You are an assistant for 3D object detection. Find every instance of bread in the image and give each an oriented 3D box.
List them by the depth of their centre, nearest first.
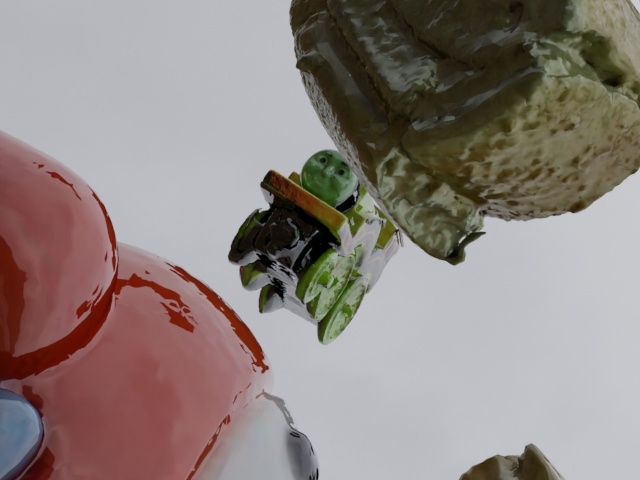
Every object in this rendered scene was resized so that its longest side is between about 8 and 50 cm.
[{"bbox_3d":[0.074,-0.114,0.914,0.186,0.124,0.257,-42,-138,4],"label":"bread"}]

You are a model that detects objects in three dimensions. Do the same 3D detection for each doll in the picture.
[{"bbox_3d":[-0.072,0.070,0.370,0.130,0.161,0.290,-3,-48,39],"label":"doll"}]

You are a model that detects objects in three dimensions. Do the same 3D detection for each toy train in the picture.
[{"bbox_3d":[0.000,0.000,1.506,0.100,0.160,0.296,32,-10,13],"label":"toy train"}]

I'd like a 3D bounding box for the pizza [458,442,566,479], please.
[{"bbox_3d":[0.038,0.179,0.629,0.258,0.087,0.268,-13,-46,35],"label":"pizza"}]
